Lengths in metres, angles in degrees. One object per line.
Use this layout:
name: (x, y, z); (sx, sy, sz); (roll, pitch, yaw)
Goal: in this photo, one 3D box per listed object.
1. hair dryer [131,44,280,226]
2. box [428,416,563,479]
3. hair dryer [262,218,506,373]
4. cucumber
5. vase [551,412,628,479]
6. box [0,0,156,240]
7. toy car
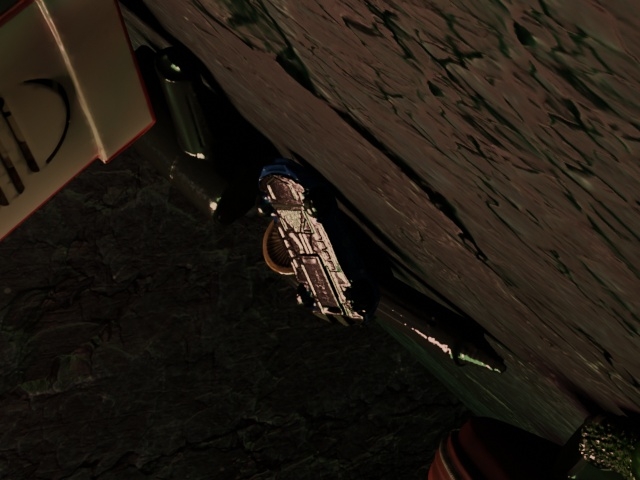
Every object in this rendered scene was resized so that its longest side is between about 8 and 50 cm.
hair dryer: (-0.177, -0.170, 1.571); (0.244, 0.116, 0.302); (41, 165, 16)
box: (0.290, 0.319, 1.424); (0.404, 0.108, 0.263); (27, -166, -32)
hair dryer: (0.098, 0.086, 1.646); (0.352, 0.107, 0.189); (32, 174, 39)
cucumber: (0.264, 0.177, 1.143); (0.058, 0.058, 0.187); (42, 177, 0)
vase: (0.330, 0.262, 1.309); (0.214, 0.086, 0.086); (38, 177, -3)
box: (-0.399, -0.199, 1.401); (0.312, 0.300, 0.314); (40, 162, 22)
toy car: (0.000, 0.000, 1.535); (0.103, 0.063, 0.216); (3, 122, 49)
